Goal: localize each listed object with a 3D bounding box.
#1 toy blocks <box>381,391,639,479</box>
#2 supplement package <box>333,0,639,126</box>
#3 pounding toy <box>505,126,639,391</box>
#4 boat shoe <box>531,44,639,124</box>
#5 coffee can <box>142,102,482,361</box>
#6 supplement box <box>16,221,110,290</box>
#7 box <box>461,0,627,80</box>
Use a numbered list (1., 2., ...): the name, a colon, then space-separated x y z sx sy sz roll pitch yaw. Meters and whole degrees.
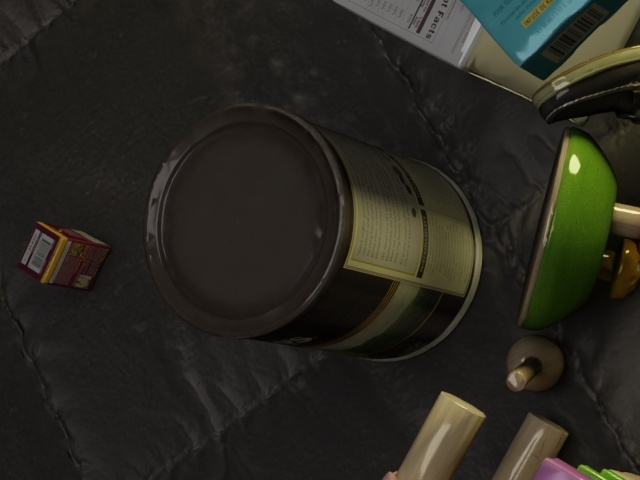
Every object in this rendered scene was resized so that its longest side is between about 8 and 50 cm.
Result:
1. toy blocks: 0.190 0.314 1.600 0.309 0.288 0.260 31 94 27
2. supplement package: 0.171 -0.241 1.703 0.145 0.262 0.204 31 98 29
3. pounding toy: 0.239 0.026 1.700 0.110 0.183 0.237 13 89 5
4. boat shoe: 0.296 -0.132 1.679 0.223 0.080 0.073 -16 80 -11
5. coffee can: 0.000 0.000 1.756 0.201 0.275 0.202 -5 80 30
6. supplement box: -0.266 0.017 2.017 0.043 0.083 0.055 29 97 30
7. box: 0.129 -0.249 1.540 0.100 0.060 0.244 -45 67 15
